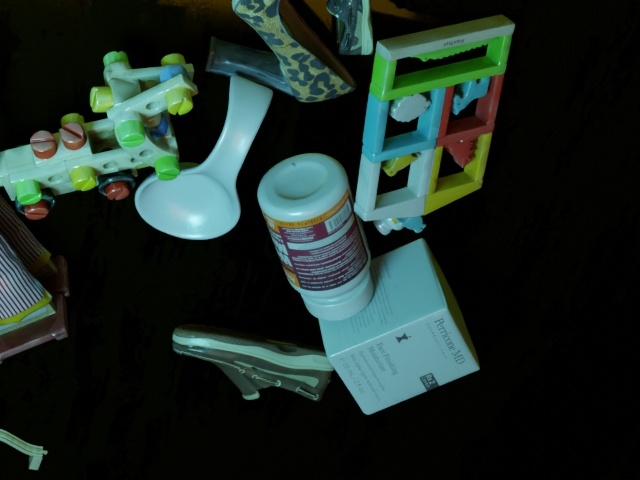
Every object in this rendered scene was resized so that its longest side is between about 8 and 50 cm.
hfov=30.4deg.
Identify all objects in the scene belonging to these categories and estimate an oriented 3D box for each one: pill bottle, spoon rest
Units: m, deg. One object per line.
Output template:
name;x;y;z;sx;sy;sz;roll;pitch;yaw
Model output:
pill bottle;0.000;0.000;1.586;0.121;0.121;0.221;-16;132;3
spoon rest;-0.144;-0.084;1.481;0.137;0.084;0.276;19;137;-16
pill bottle;0.112;-0.044;1.621;0.083;0.043;0.043;-38;127;22

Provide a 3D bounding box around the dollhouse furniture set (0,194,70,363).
dollhouse furniture set;-0.533;0.082;1.532;0.374;0.152;0.201;-24;131;10

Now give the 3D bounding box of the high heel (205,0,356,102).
high heel;-0.016;-0.265;1.358;0.186;0.093;0.261;12;144;-13

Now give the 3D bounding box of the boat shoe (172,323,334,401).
boat shoe;-0.099;0.189;1.732;0.257;0.095;0.095;13;92;-21

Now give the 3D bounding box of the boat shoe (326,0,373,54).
boat shoe;0.032;-0.278;1.389;0.049;0.056;0.152;-16;133;-4

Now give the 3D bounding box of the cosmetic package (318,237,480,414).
cosmetic package;0.107;0.124;1.696;0.183;0.151;0.151;-24;132;10

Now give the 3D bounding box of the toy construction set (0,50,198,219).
toy construction set;-0.302;-0.130;1.391;0.327;0.151;0.215;0;156;-1

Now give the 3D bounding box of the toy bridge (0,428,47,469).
toy bridge;-0.518;0.317;1.829;0.188;0.026;0.063;12;127;-21

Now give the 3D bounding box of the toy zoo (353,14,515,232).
toy zoo;0.139;-0.134;1.498;0.192;0.030;0.293;-17;133;-27
